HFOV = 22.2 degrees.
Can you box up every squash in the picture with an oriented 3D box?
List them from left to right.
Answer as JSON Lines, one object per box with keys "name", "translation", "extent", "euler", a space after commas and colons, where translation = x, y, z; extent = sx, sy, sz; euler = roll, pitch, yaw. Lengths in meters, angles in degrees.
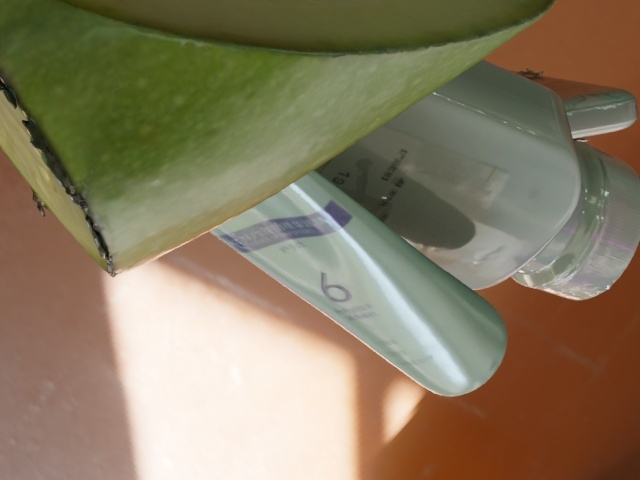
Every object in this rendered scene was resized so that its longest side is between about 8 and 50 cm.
{"name": "squash", "translation": [-0.029, -0.122, 0.645], "extent": [0.260, 0.189, 0.189], "euler": [-35, 135, -12]}

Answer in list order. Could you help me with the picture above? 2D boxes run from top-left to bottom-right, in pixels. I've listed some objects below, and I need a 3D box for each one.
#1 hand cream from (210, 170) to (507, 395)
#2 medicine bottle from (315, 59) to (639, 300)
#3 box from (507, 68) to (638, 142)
{"name": "hand cream", "translation": [0.000, 0.000, 0.969], "extent": [0.320, 0.109, 0.067], "euler": [38, 55, -37]}
{"name": "medicine bottle", "translation": [0.071, -0.049, 1.072], "extent": [0.296, 0.111, 0.161], "euler": [19, 135, -27]}
{"name": "box", "translation": [0.140, -0.109, 1.341], "extent": [0.142, 0.285, 0.044], "euler": [-12, 103, -14]}
